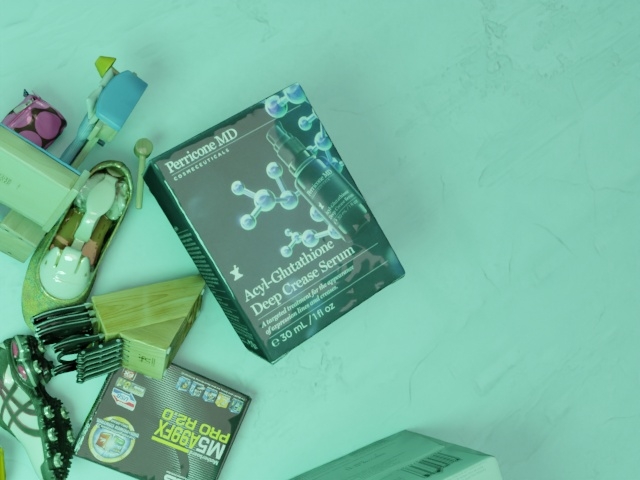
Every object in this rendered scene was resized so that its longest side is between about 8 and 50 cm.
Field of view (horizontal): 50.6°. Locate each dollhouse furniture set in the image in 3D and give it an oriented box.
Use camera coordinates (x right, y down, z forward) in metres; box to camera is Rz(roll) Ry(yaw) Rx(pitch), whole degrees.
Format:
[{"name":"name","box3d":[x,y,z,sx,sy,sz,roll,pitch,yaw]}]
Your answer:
[{"name":"dollhouse furniture set","box3d":[-0.488,-0.179,1.179,0.198,0.286,0.303,35,43,-21]}]

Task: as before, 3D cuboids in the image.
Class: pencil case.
[{"name":"pencil case","box3d":[-0.564,-0.172,1.229,0.095,0.098,0.209,31,71,4]}]

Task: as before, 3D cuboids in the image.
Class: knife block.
[{"name":"knife block","box3d":[-0.367,0.142,1.230,0.242,0.088,0.275,21,39,1]}]

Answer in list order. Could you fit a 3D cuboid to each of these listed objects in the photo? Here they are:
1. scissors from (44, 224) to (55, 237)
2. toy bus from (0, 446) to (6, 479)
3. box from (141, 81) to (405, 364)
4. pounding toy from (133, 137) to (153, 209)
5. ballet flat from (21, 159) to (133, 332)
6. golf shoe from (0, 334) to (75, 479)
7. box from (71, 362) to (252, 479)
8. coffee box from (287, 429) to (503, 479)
[{"name":"scissors","box3d":[-0.495,0.005,1.276,0.109,0.021,0.296,2,80,-20]},{"name":"toy bus","box3d":[-0.628,0.383,1.118,0.191,0.202,0.104,-7,116,-29]},{"name":"box","box3d":[-0.089,-0.030,1.227,0.294,0.212,0.395,-33,97,-17]},{"name":"pounding toy","box3d":[-0.290,-0.109,1.326,0.181,0.094,0.206,-42,100,-19]},{"name":"ballet flat","box3d":[-0.437,0.002,1.229,0.123,0.123,0.348,27,69,-16]},{"name":"golf shoe","box3d":[-0.510,0.300,1.172,0.120,0.105,0.272,-24,70,-3]},{"name":"box","box3d":[-0.295,0.345,1.280,0.270,0.060,0.216,28,73,-15]},{"name":"coffee box","box3d":[0.150,0.593,1.268,0.338,0.338,0.334,-16,89,-22]}]
